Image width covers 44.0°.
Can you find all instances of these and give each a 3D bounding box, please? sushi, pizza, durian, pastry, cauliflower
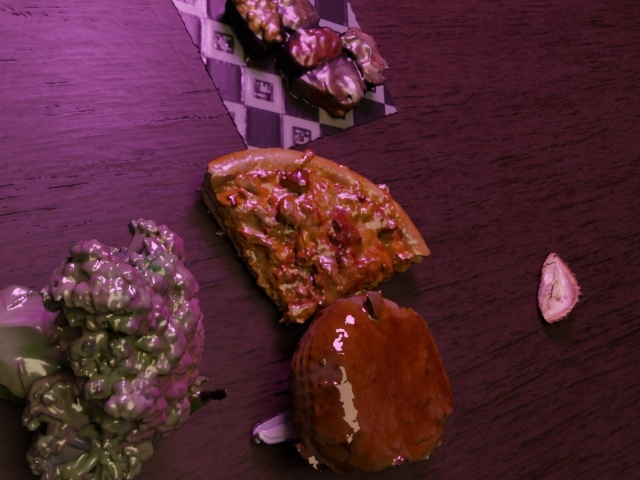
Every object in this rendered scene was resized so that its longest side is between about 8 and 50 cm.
[{"bbox_3d":[-0.033,-0.285,1.082,0.294,0.059,0.292,-23,86,-35],"label":"sushi"},{"bbox_3d":[0.000,0.000,0.988,0.335,0.086,0.226,22,61,-27],"label":"pizza"},{"bbox_3d":[0.373,0.080,1.234,0.066,0.052,0.130,9,58,12],"label":"durian"},{"bbox_3d":[0.057,0.176,0.917,0.219,0.100,0.229,56,45,-12],"label":"pastry"},{"bbox_3d":[-0.242,0.101,0.747,0.315,0.239,0.257,8,94,-13],"label":"cauliflower"}]

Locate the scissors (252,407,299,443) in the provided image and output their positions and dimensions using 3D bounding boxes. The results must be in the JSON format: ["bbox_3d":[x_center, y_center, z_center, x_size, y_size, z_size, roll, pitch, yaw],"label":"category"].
[{"bbox_3d":[0.008,0.206,0.953,0.204,0.027,0.101,-8,76,-36],"label":"scissors"}]
